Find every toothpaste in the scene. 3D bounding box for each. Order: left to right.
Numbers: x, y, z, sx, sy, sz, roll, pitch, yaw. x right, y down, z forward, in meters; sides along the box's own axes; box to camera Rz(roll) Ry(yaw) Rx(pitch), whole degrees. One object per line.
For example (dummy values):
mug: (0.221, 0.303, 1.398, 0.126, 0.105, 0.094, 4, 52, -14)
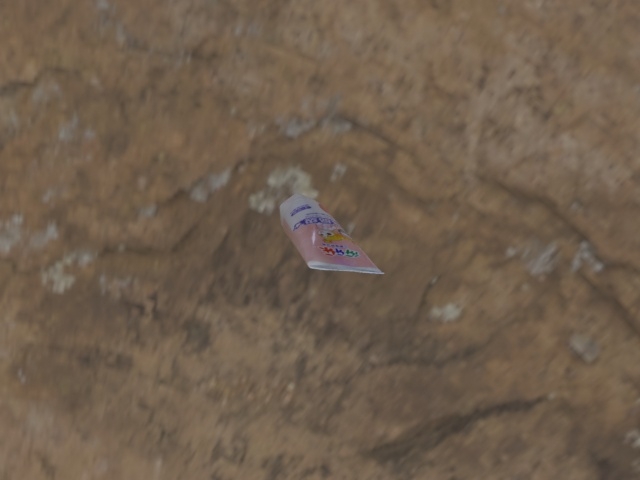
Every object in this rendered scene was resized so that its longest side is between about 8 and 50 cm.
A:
toothpaste: (0.000, 0.000, 1.690, 0.067, 0.194, 0.043, 6, 104, -15)
